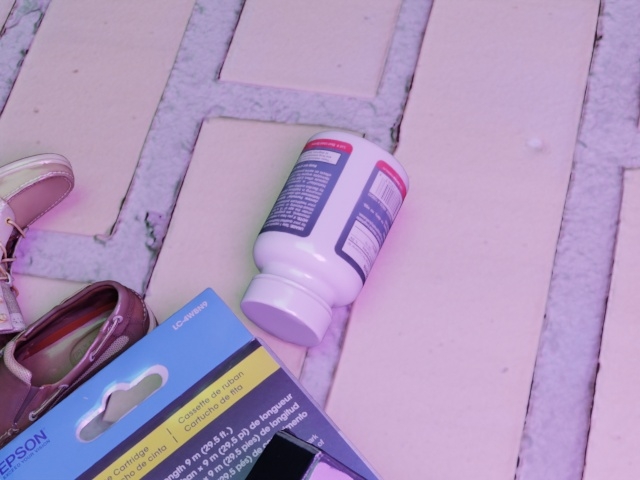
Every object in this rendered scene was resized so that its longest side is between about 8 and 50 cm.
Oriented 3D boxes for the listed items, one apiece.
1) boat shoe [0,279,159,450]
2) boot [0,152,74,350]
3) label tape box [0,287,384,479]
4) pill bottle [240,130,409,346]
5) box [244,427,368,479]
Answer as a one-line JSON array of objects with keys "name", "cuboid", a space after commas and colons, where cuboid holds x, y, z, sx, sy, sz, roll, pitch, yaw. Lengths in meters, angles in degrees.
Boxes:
[{"name": "boat shoe", "cuboid": [-0.270, 0.123, 1.059, 0.257, 0.095, 0.095, -41, 62, -13]}, {"name": "boot", "cuboid": [-0.308, 0.025, 1.134, 0.213, 0.077, 0.165, -33, 60, -3]}, {"name": "label tape box", "cuboid": [-0.075, 0.244, 0.947, 0.249, 0.115, 0.348, -38, 59, -11]}, {"name": "pill bottle", "cuboid": [0.000, 0.000, 1.072, 0.108, 0.108, 0.180, 18, 66, 20]}, {"name": "box", "cuboid": [0.022, 0.348, 0.730, 0.312, 0.179, 0.343, 34, 80, -6]}]
